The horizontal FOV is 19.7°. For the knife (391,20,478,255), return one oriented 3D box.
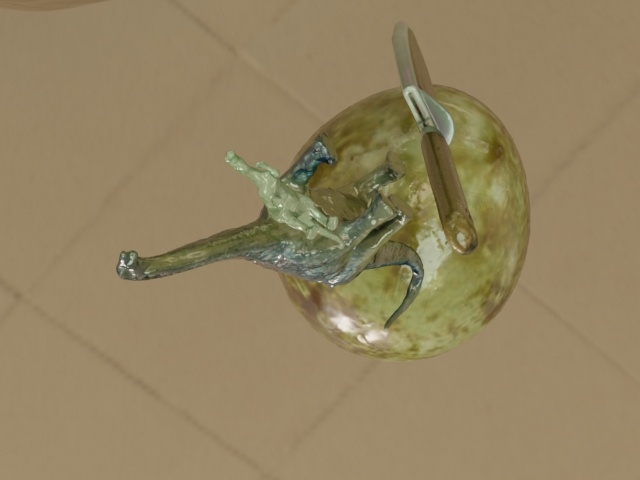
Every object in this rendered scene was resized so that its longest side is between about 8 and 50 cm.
[{"bbox_3d":[0.073,-0.083,1.230,0.027,0.343,0.061,-24,113,8],"label":"knife"}]

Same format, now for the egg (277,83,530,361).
[{"bbox_3d":[0.077,-0.022,1.699,0.238,0.238,0.289,6,134,-10],"label":"egg"}]

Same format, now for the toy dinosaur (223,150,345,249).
[{"bbox_3d":[-0.021,-0.020,0.953,0.062,0.083,0.021,33,79,22],"label":"toy dinosaur"}]

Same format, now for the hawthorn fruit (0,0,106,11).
[{"bbox_3d":[-0.164,-0.266,1.097,0.308,0.325,0.308,-14,144,-10],"label":"hawthorn fruit"}]

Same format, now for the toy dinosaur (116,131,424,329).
[{"bbox_3d":[0.005,-0.007,1.396,0.147,0.076,0.363,-41,154,27],"label":"toy dinosaur"}]
